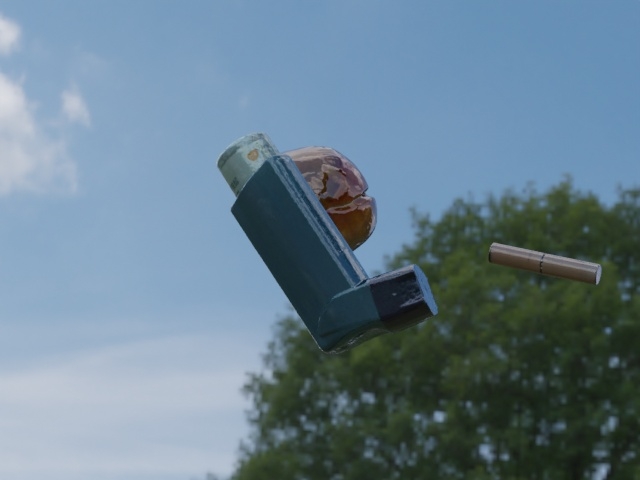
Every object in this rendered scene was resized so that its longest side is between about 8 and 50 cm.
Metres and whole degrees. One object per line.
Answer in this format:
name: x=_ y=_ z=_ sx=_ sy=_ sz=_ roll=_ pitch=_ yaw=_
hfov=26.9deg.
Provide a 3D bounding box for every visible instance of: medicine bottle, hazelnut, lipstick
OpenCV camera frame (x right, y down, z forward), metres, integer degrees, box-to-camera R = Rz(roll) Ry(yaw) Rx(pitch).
medicine bottle: x=0.000 y=0.000 z=1.323 sx=0.124 sy=0.258 sz=0.079 roll=-39 pitch=-16 yaw=8
hazelnut: x=-0.017 y=-0.037 z=1.804 sx=0.182 sy=0.182 sz=0.182 roll=5 pitch=-27 yaw=3
lipstick: x=0.187 y=0.019 z=1.114 sx=0.094 sy=0.019 sz=0.019 roll=13 pitch=-23 yaw=24
